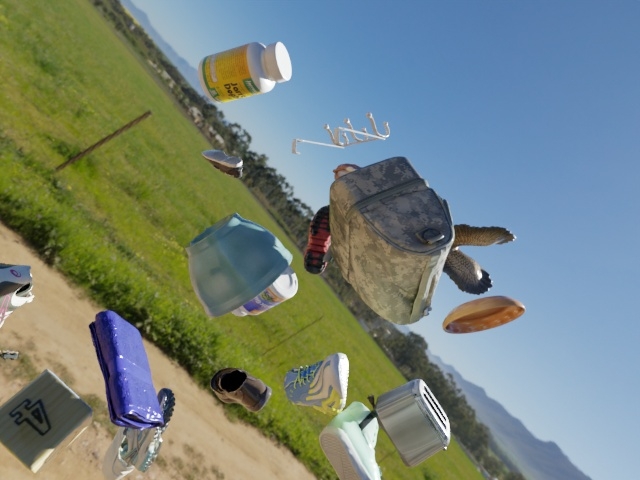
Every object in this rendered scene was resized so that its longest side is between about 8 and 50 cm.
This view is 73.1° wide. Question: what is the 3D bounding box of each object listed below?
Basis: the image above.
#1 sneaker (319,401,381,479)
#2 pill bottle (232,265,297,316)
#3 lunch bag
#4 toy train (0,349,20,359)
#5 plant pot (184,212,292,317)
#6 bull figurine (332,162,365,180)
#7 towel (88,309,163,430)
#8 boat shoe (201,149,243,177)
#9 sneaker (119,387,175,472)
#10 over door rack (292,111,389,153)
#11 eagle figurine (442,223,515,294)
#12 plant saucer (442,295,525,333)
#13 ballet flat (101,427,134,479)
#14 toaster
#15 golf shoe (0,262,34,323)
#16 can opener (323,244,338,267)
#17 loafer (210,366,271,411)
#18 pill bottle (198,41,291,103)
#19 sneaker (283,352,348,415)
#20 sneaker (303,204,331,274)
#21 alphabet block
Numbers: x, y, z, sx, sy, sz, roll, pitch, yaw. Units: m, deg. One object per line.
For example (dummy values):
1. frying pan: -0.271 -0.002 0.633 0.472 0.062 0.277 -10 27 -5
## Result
1. sneaker: 0.106 0.471 0.908 0.151 0.094 0.256 -25 91 -53
2. pill bottle: -0.228 0.191 1.624 0.152 0.272 0.153 32 42 -34
3. lunch bag: 0.159 0.016 0.939 0.305 0.212 0.256 89 -23 -52
4. toy train: -1.069 0.368 1.406 0.036 0.027 0.158 14 -10 39
5. plant pot: -0.255 0.047 1.219 0.196 0.293 0.293 56 -2 -16
6. bull figurine: 0.198 -0.206 1.555 0.309 0.101 0.188 8 11 -21
7. towel: -0.539 0.364 1.192 0.228 0.076 0.308 82 -18 -59
8. boat shoe: -0.215 -0.169 0.946 0.125 0.046 0.038 23 -51 32
9. sneaker: -0.556 0.590 1.364 0.122 0.283 0.110 22 6 3
10. over door rack: 0.079 -0.412 1.654 0.239 0.324 0.108 -2 -78 44
11. eagle figurine: 0.476 0.023 1.478 0.298 0.225 0.226 30 -23 25
12. plant saucer: 0.398 0.183 1.069 0.200 0.199 0.037 50 27 -57
13. ballet flat: -0.723 0.781 1.655 0.139 0.401 0.139 23 5 -2
14. toaster: 0.247 0.481 1.171 0.227 0.146 0.129 57 16 4
15. golf shoe: -0.577 0.111 0.772 0.272 0.120 0.105 -34 -108 55
16. can opener: 0.103 -0.037 1.489 0.074 0.281 0.093 30 11 5
17. loafer: -0.316 0.524 1.610 0.365 0.134 0.130 -11 -56 50
18. pill bottle: -0.183 -0.415 1.062 0.117 0.208 0.118 -6 90 -69
19. sneaker: -0.014 0.277 0.821 0.240 0.126 0.091 90 7 -53
20. sneaker: -0.001 0.000 1.683 0.097 0.277 0.135 13 -7 3
21. alphabet block: -0.814 0.531 1.259 0.193 0.197 0.192 40 -40 2
